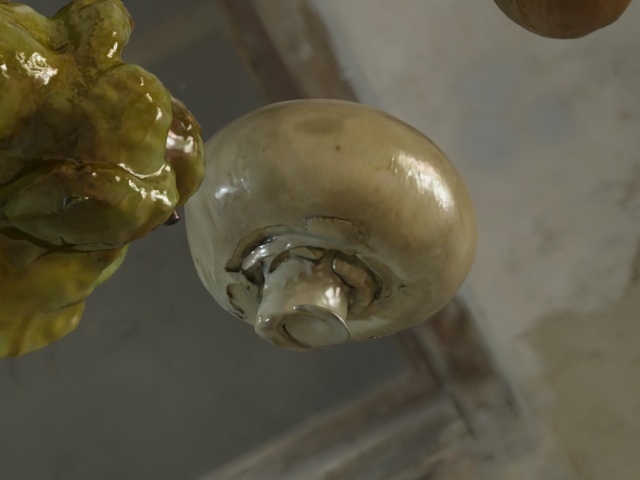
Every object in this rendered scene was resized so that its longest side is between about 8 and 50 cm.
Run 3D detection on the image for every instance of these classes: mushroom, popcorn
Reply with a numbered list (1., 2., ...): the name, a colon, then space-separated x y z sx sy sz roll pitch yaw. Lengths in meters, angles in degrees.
1. mushroom: 0.000 0.000 1.620 0.246 0.246 0.202 -21 38 36
2. popcorn: -0.222 -0.061 1.323 0.276 0.276 0.225 -27 39 7

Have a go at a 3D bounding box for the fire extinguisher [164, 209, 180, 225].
1. fire extinguisher: -0.210 -0.061 2.439 0.046 0.100 0.032 -29 -14 19

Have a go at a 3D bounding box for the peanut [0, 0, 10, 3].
1. peanut: -0.279 -0.222 1.454 0.143 0.159 0.291 -44 -6 34

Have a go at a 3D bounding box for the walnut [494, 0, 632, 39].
1. walnut: 0.256 -0.355 2.100 0.203 0.298 0.203 -3 33 2
